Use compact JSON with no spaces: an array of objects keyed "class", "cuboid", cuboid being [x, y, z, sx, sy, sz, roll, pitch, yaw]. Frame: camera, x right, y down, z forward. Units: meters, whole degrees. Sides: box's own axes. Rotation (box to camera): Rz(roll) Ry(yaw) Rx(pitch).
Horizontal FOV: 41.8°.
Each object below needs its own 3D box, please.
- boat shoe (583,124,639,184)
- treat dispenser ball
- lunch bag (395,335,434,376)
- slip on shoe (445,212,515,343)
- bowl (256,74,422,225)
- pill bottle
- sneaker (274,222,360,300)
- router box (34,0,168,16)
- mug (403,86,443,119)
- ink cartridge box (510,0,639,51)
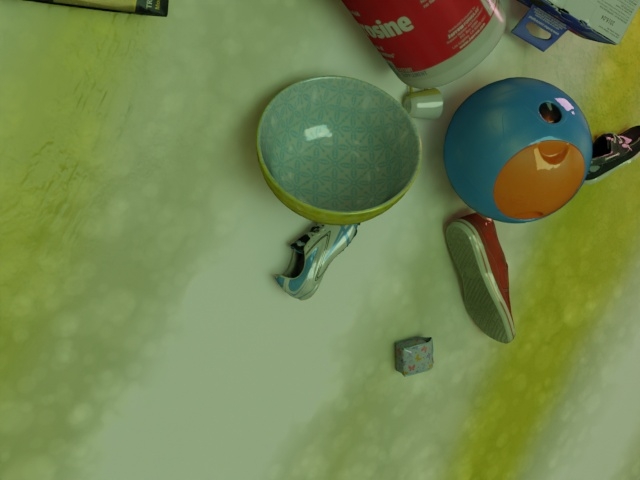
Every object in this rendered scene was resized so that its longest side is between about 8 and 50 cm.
[{"class":"boat shoe","cuboid":[0.689,-0.217,1.974,0.233,0.084,0.079,-31,119,-19]},{"class":"treat dispenser ball","cuboid":[0.389,-0.178,1.663,0.288,0.288,0.288,-10,109,-31]},{"class":"lunch bag","cuboid":[0.206,0.249,1.814,0.083,0.053,0.071,-10,108,-20]},{"class":"slip on shoe","cuboid":[0.372,0.085,1.840,0.101,0.123,0.331,-33,115,-26]},{"class":"bowl","cuboid":[0.022,-0.134,1.496,0.289,0.289,0.156,-30,161,-23]},{"class":"pill bottle","cuboid":[0.131,-0.478,1.441,0.229,0.229,0.407,-50,124,-11]},{"class":"sneaker","cuboid":[0.000,0.000,1.588,0.086,0.085,0.237,36,80,-28]},{"class":"router box","cuboid":[-0.338,-0.496,1.218,0.243,0.081,0.309,-2,105,-33]},{"class":"mug","cuboid":[0.197,-0.274,1.659,0.064,0.078,0.062,-7,141,-22]},{"class":"ink cartridge box","cuboid":[0.531,-0.575,1.678,0.270,0.151,0.395,21,101,-26]}]
